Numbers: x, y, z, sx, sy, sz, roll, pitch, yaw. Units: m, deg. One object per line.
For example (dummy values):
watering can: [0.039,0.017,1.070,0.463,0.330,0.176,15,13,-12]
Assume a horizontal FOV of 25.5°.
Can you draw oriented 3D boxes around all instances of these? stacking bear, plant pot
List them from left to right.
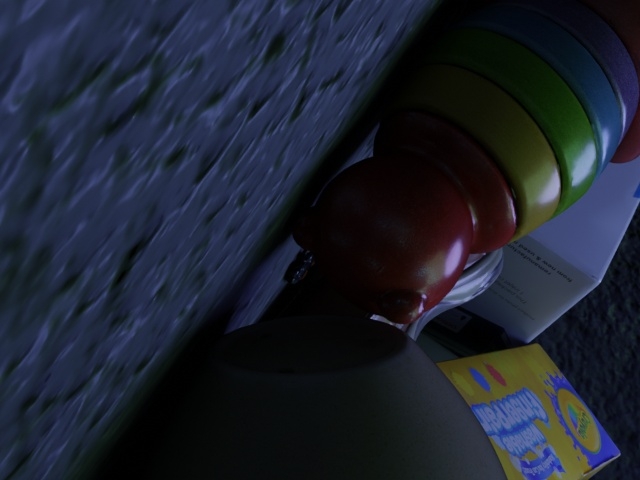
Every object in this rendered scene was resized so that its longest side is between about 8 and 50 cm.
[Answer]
plant pot: [-0.002,0.157,0.935,0.284,0.284,0.191,-40,129,-69]
stacking bear: [0.106,-0.060,0.986,0.289,0.175,0.164,-45,172,-26]

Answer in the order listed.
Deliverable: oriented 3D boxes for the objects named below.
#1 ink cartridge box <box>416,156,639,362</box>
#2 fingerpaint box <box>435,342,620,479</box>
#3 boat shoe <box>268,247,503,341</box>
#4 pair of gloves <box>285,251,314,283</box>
ink cartridge box: [0.205,-0.001,1.649,0.285,0.166,0.395,-56,-177,-37]
fingerpaint box: [0.063,0.276,1.384,0.371,0.163,0.445,-41,164,18]
boat shoe: [0.041,0.029,1.208,0.324,0.123,0.116,-38,130,-44]
pair of gloves: [0.000,0.000,1.113,0.083,0.010,0.074,-53,176,3]
